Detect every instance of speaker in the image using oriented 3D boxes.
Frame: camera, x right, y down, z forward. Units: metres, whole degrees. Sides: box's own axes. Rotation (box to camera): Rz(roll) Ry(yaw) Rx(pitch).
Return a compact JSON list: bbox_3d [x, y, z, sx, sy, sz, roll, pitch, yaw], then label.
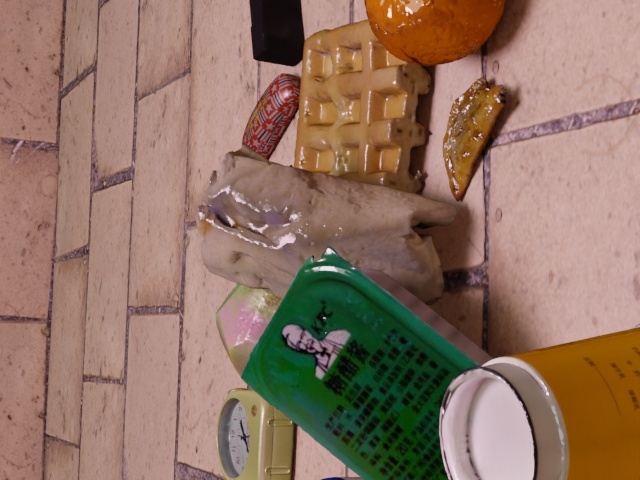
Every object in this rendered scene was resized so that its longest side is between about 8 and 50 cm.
[{"bbox_3d":[-0.080,-0.407,1.814,0.044,0.082,0.218,-34,58,55],"label":"speaker"}]

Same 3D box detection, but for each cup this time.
[{"bbox_3d":[0.255,0.165,0.935,0.196,0.280,0.196,7,98,61],"label":"cup"}]

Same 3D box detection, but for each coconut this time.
[{"bbox_3d":[-0.042,0.122,1.544,0.236,0.236,0.204,-140,41,-56],"label":"coconut"}]

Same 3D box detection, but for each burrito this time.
[{"bbox_3d":[0.000,-0.003,1.379,0.332,0.135,0.190,16,90,24],"label":"burrito"}]

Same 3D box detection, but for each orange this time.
[{"bbox_3d":[0.146,-0.312,1.319,0.193,0.161,0.193,-16,68,46],"label":"orange"}]

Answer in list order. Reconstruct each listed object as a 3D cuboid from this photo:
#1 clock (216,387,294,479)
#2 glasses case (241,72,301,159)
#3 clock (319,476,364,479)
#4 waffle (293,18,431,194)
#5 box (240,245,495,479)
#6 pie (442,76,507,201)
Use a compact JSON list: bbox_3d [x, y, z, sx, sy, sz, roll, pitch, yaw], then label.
[{"bbox_3d":[-0.122,0.331,1.796,0.232,0.069,0.170,-2,85,62],"label":"clock"},{"bbox_3d":[-0.092,-0.211,1.840,0.194,0.049,0.073,-56,40,41],"label":"glasses case"},{"bbox_3d":[0.045,0.445,1.470,0.230,0.083,0.230,-23,64,58],"label":"clock"},{"bbox_3d":[0.049,-0.152,1.552,0.304,0.078,0.348,7,92,62],"label":"waffle"},{"bbox_3d":[0.096,0.169,1.277,0.337,0.106,0.264,39,129,10],"label":"box"},{"bbox_3d":[0.189,-0.140,1.344,0.092,0.034,0.170,67,146,37],"label":"pie"}]
